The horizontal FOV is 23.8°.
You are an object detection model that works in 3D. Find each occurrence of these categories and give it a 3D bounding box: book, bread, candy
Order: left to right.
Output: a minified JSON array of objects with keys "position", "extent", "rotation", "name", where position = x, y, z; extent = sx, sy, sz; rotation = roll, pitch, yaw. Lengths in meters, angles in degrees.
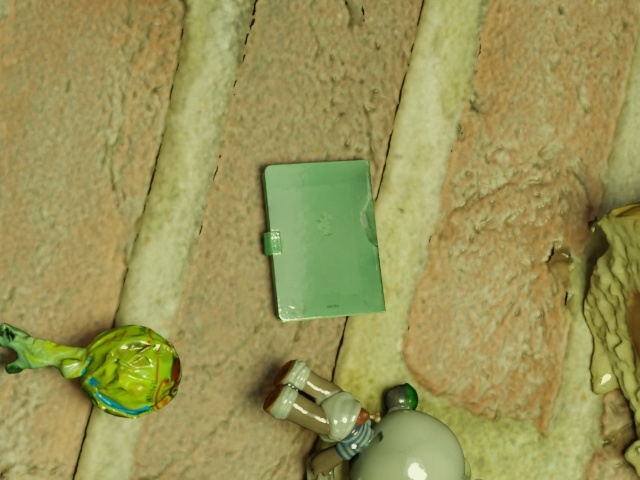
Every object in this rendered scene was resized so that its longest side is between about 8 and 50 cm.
[{"position":[-0.240,0.086,1.217],"extent":[0.262,0.073,0.077],"rotation":[13,103,-7],"name":"candy"},{"position":[0.000,0.000,1.310],"extent":[0.103,0.017,0.135],"rotation":[-5,86,-18],"name":"book"},{"position":[0.298,0.076,1.300],"extent":[0.211,0.183,0.224],"rotation":[32,74,-9],"name":"bread"}]

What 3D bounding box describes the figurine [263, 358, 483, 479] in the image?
[{"position":[0.042,0.174,1.270],"extent":[0.197,0.093,0.147],"rotation":[28,55,-3],"name":"figurine"}]
